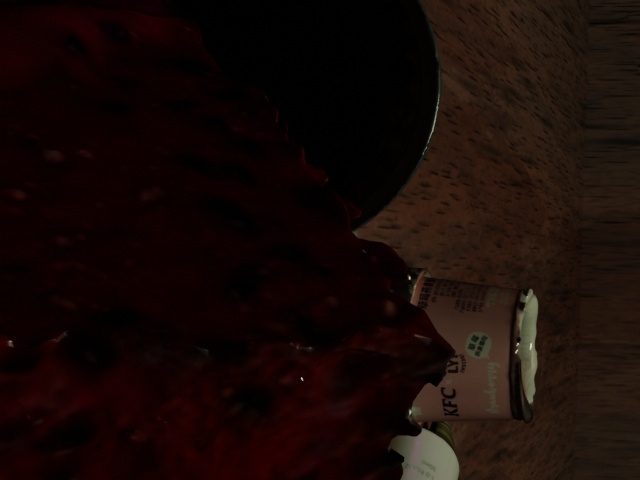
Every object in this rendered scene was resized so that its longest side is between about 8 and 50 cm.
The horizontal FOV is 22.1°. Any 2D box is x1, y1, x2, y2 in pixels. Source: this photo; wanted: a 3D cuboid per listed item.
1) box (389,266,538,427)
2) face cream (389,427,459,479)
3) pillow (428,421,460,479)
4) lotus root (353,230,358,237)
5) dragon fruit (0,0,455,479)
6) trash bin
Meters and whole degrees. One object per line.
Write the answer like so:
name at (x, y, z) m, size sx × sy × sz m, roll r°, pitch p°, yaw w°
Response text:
box at (0.130, 0.102, 1.502) m, size 0.151 × 0.135 × 0.151 m, roll 3°, pitch 90°, yaw -76°
face cream at (0.040, 0.281, 1.277) m, size 0.311 × 0.092 × 0.092 m, roll -69°, pitch 156°, yaw -48°
pillow at (0.108, 0.273, 1.623) m, size 0.203 × 0.038 × 0.113 m, roll -68°, pitch 152°, yaw -53°
lotus root at (-0.023, -0.009, 1.007) m, size 0.088 × 0.088 × 0.165 m, roll 71°, pitch 4°, yaw -52°
dragon fruit at (-0.066, 0.021, 0.553) m, size 0.330 × 0.240 × 0.302 m, roll -86°, pitch 161°, yaw -51°
trash bin at (-0.024, -0.086, 0.898) m, size 0.161 × 0.175 × 0.175 m, roll -67°, pitch 157°, yaw -85°
